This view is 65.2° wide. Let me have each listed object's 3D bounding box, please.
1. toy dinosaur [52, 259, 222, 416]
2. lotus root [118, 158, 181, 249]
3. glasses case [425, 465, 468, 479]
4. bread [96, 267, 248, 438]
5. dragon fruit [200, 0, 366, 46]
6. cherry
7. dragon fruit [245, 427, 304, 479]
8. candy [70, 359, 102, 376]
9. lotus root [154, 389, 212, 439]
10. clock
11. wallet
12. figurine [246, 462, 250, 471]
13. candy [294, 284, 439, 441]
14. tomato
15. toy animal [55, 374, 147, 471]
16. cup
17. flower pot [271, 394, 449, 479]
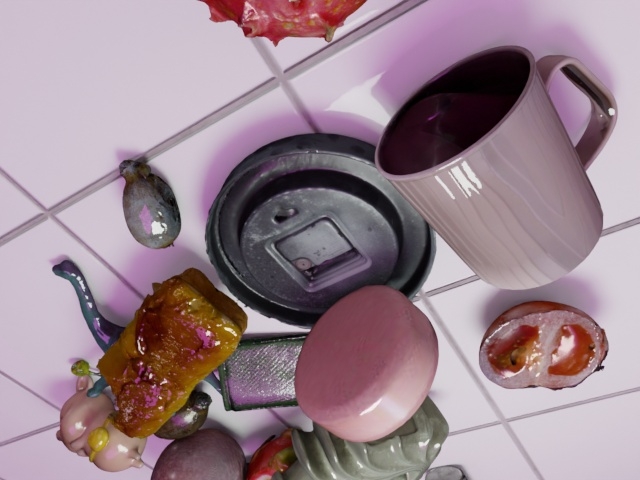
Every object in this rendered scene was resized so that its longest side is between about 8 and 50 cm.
[{"bbox_3d":[-0.347,0.203,1.038,0.383,0.129,0.331,9,121,-5],"label":"toy dinosaur"},{"bbox_3d":[-0.279,-0.055,0.822,0.088,0.088,0.165,-6,119,8],"label":"lotus root"},{"bbox_3d":[0.406,0.751,1.455,0.114,0.060,0.299,-20,126,19],"label":"glasses case"},{"bbox_3d":[-0.303,0.222,0.936,0.185,0.109,0.380,39,115,-7],"label":"bread"},{"bbox_3d":[-0.017,-0.313,0.520,0.268,0.210,0.205,-9,145,4],"label":"dragon fruit"},{"bbox_3d":[-0.292,0.595,1.229,0.221,0.307,0.261,4,99,13],"label":"cherry"},{"bbox_3d":[-0.074,0.593,1.261,0.224,0.227,0.224,4,100,25],"label":"dragon fruit"},{"bbox_3d":[-0.522,0.313,1.174,0.123,0.035,0.035,30,108,-29],"label":"candy"},{"bbox_3d":[-0.335,0.410,1.188,0.209,0.120,0.120,-28,123,29],"label":"lotus root"},{"bbox_3d":[0.000,0.000,0.850,0.386,0.076,0.386,2,129,2],"label":"clock"},{"bbox_3d":[-0.099,0.282,1.077,0.236,0.055,0.160,-5,103,0],"label":"wallet"},{"bbox_3d":[-0.163,0.720,1.410,0.145,0.145,0.222,-30,105,25],"label":"figurine"},{"bbox_3d":[0.070,0.182,0.797,0.255,0.255,0.094,-33,122,27],"label":"candy"},{"bbox_3d":[0.410,0.180,0.951,0.227,0.112,0.199,3,122,3],"label":"tomato"},{"bbox_3d":[-0.505,0.444,1.163,0.248,0.149,0.165,32,126,25],"label":"toy animal"},{"bbox_3d":[0.248,-0.112,0.689,0.273,0.288,0.208,45,155,-29],"label":"cup"},{"bbox_3d":[0.088,0.466,1.099,0.367,0.164,0.254,0,125,-28],"label":"flower pot"}]
